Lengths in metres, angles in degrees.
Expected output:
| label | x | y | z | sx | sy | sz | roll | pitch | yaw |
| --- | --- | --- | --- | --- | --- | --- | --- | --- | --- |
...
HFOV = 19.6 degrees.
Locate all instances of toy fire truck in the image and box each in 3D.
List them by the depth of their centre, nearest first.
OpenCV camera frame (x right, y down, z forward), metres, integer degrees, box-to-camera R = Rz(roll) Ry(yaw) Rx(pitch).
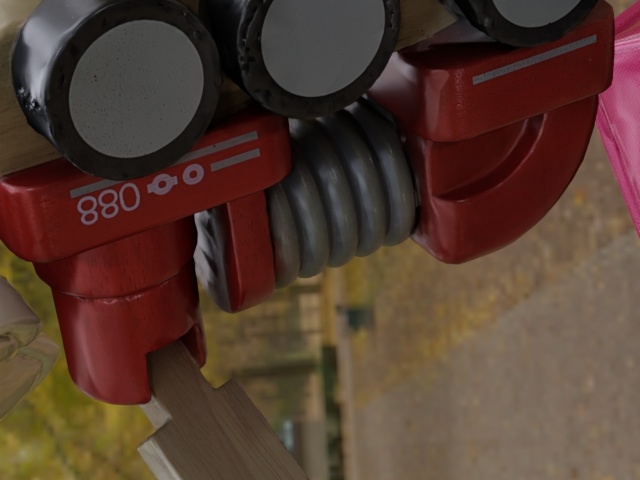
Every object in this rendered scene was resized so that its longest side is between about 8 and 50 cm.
| label | x | y | z | sx | sy | sz | roll | pitch | yaw |
| --- | --- | --- | --- | --- | --- | --- | --- | --- | --- |
| toy fire truck | 0.000 | 0.000 | 0.633 | 0.158 | 0.217 | 0.246 | 42 | 145 | 50 |

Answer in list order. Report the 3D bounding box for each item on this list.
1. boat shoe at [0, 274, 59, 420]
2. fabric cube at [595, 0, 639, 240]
| label | x | y | z | sx | sy | sz | roll | pitch | yaw |
| --- | --- | --- | --- | --- | --- | --- | --- | --- | --- |
| boat shoe | -0.170 | 0.039 | 0.693 | 0.096 | 0.116 | 0.324 | 49 | 166 | 2 |
| fabric cube | 0.330 | -0.046 | 0.930 | 0.254 | 0.258 | 0.259 | -38 | -70 | -43 |
